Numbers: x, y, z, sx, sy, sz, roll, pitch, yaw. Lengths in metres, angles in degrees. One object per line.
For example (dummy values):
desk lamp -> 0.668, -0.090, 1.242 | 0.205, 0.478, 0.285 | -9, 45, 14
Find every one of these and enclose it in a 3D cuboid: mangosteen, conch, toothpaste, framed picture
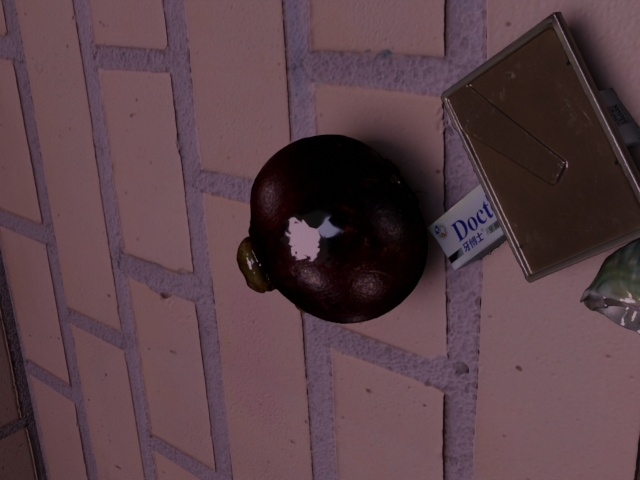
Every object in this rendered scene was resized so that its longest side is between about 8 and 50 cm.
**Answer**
mangosteen -> 0.011, -0.012, 1.267 | 0.297, 0.293, 0.297 | 160, 90, -86
conch -> 0.450, 0.090, 0.972 | 0.277, 0.195, 0.220 | 14, 149, 17
toothpaste -> 0.283, -0.072, 1.140 | 0.336, 0.067, 0.081 | -44, 72, 46
framed picture -> 0.284, -0.109, 1.062 | 0.213, 0.016, 0.289 | -32, 79, 49
